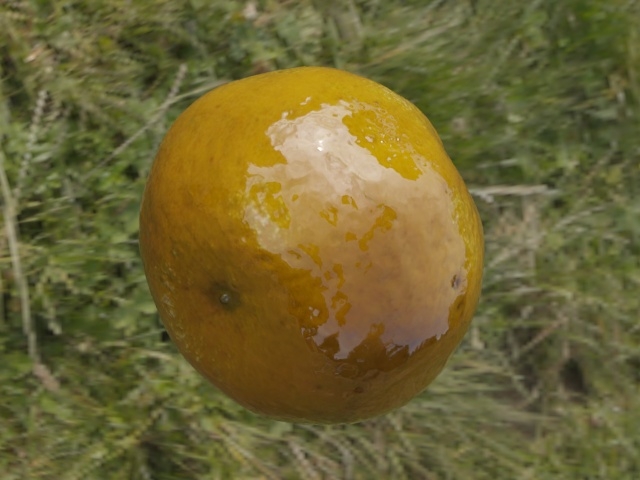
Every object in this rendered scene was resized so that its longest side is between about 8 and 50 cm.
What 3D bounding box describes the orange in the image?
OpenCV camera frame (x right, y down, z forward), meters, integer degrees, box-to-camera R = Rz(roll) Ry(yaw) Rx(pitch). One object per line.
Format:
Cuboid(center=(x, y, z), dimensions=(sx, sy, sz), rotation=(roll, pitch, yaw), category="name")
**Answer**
Cuboid(center=(0.000, 0.000, 0.697), dimensions=(0.136, 0.159, 0.159), rotation=(-34, 104, -45), category="orange")
